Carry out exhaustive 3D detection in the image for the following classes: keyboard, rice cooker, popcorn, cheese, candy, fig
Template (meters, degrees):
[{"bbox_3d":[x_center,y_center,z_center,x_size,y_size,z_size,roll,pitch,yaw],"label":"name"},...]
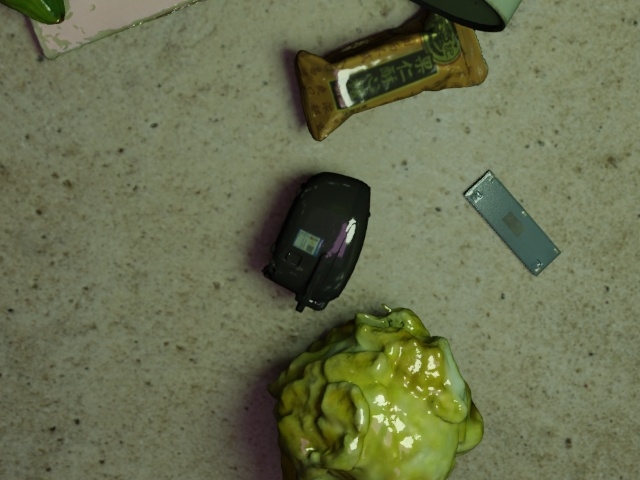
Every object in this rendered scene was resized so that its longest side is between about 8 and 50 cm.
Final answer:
[{"bbox_3d":[0.288,-0.025,1.457,0.055,0.014,0.176,-43,106,3],"label":"keyboard"},{"bbox_3d":[0.000,0.001,1.360,0.118,0.142,0.203,24,99,-1],"label":"rice cooker"},{"bbox_3d":[0.062,0.257,1.376,0.312,0.312,0.312,-2,104,-8],"label":"popcorn"},{"bbox_3d":[-0.195,-0.348,1.300,0.400,0.034,0.085,-22,109,-1],"label":"cheese"},{"bbox_3d":[0.097,-0.244,1.335,0.271,0.101,0.143,-20,112,-8],"label":"candy"},{"bbox_3d":[-0.373,-0.344,1.221,0.123,0.123,0.156,-43,92,4],"label":"fig"}]

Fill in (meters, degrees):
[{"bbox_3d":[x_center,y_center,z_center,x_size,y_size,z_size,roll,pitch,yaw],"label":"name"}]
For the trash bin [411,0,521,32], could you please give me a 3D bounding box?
[{"bbox_3d":[0.221,-0.502,1.177,0.280,0.280,0.432,27,94,-14],"label":"trash bin"}]
